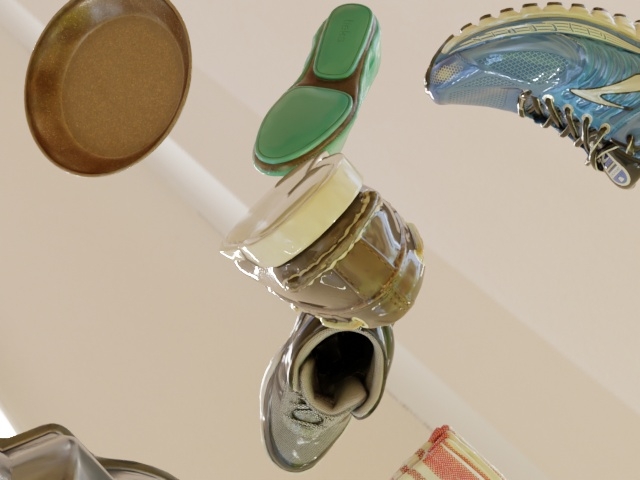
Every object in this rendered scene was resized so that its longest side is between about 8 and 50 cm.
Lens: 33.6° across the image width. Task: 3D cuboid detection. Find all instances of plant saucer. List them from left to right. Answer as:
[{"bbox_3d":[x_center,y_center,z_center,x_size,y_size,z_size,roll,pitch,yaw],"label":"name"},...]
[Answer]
[{"bbox_3d":[-0.203,-0.156,1.046,0.199,0.036,0.198,-5,-102,25],"label":"plant saucer"}]

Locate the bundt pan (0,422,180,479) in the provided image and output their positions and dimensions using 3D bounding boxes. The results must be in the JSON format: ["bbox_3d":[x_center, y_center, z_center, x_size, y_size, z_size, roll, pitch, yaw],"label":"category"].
[{"bbox_3d":[-0.126,0.219,0.374,0.331,0.124,0.330,7,-109,-20],"label":"bundt pan"}]

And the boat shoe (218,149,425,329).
[{"bbox_3d":[0.000,0.000,0.783,0.097,0.324,0.116,45,-94,-8],"label":"boat shoe"}]

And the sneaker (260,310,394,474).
[{"bbox_3d":[-0.002,0.140,1.004,0.101,0.268,0.153,21,-155,-2],"label":"sneaker"}]

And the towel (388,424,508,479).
[{"bbox_3d":[0.064,0.236,0.735,0.197,0.144,0.029,-45,-164,7],"label":"towel"}]

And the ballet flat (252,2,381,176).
[{"bbox_3d":[0.007,-0.128,1.037,0.083,0.087,0.247,10,-129,18],"label":"ballet flat"}]

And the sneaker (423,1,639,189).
[{"bbox_3d":[0.258,-0.127,0.977,0.330,0.130,0.147,6,-99,10],"label":"sneaker"}]
